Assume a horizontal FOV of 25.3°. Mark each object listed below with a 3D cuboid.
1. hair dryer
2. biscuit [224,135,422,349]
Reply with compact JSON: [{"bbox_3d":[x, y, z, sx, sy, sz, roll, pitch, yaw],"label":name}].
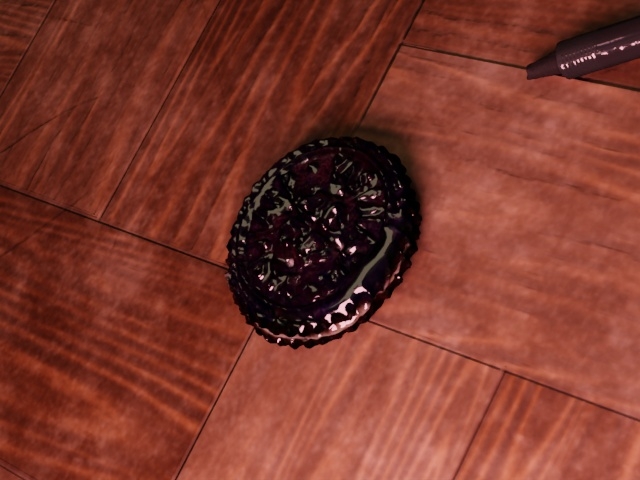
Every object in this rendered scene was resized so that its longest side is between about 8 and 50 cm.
[{"bbox_3d":[0.271,-0.181,1.118,0.255,0.070,0.128,-12,58,35],"label":"hair dryer"},{"bbox_3d":[0.000,0.000,1.209,0.194,0.053,0.195,-18,55,27],"label":"biscuit"}]
